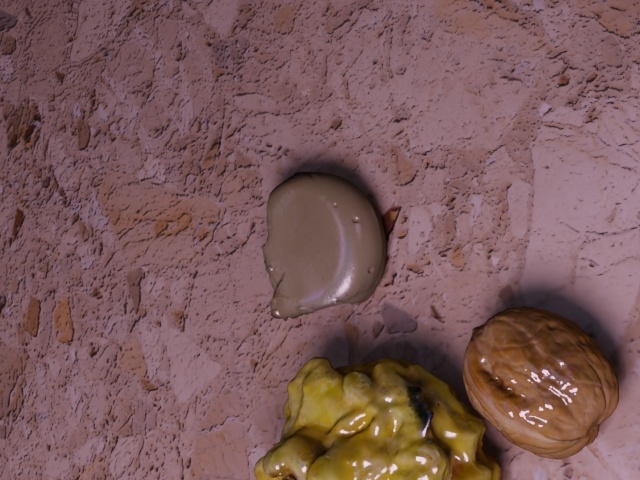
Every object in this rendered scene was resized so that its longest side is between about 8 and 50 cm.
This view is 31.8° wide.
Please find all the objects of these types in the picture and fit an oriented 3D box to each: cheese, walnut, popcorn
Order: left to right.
[{"bbox_3d":[0.000,0.000,1.470,0.175,0.091,0.203,-21,69,24],"label":"cheese"},{"bbox_3d":[0.065,0.261,1.311,0.286,0.215,0.252,35,80,33],"label":"popcorn"},{"bbox_3d":[0.242,0.156,1.269,0.184,0.155,0.155,41,100,31],"label":"walnut"}]
